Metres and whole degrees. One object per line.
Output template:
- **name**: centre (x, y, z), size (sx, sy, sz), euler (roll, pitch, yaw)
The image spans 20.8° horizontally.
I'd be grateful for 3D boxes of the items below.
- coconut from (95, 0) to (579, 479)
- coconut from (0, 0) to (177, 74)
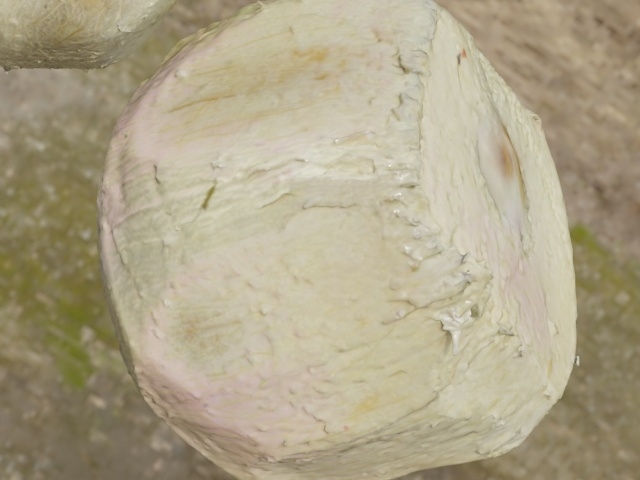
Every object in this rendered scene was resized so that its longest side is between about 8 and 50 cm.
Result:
- **coconut**: centre (0.000, 0.000, 1.042), size (0.297, 0.254, 0.297), euler (-13, 90, -69)
- **coconut**: centre (-0.193, -0.244, 1.211), size (0.245, 0.247, 0.245), euler (4, 73, -13)
